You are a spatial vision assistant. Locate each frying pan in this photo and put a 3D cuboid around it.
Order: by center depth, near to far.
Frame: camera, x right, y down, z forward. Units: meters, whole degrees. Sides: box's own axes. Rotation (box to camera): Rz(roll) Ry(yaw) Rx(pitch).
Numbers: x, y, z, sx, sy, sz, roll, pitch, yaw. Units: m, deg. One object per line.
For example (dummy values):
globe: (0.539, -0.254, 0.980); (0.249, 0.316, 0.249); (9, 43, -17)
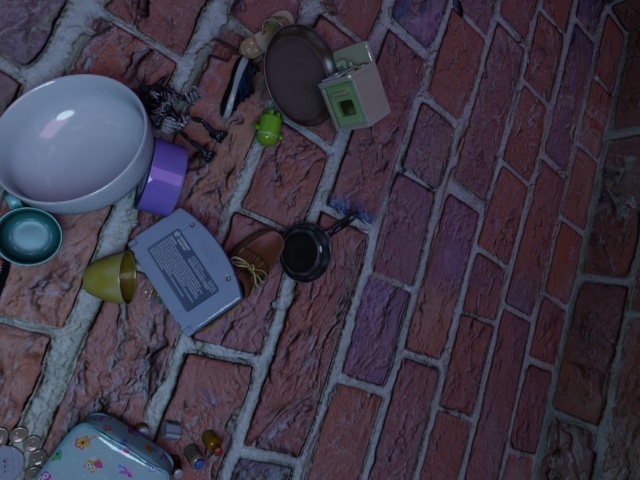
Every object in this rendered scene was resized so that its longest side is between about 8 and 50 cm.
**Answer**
frying pan: (-0.022, -0.015, 1.398); (0.197, 0.053, 0.326); (38, 70, -26)

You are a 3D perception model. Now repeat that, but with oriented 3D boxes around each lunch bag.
lunch bag: (-0.524, 0.571, 1.033); (0.279, 0.108, 0.224); (36, 84, -7)

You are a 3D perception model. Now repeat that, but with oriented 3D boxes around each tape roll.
tape roll: (-0.406, -0.159, 1.084); (0.080, 0.189, 0.188); (16, 82, -31)

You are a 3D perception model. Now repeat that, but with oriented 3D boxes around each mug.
mug: (-0.664, -0.022, 0.982); (0.130, 0.097, 0.157); (15, 82, -30)

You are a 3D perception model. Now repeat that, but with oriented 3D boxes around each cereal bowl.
cereal bowl: (-0.544, -0.205, 0.984); (0.339, 0.141, 0.338); (0, 69, 1)

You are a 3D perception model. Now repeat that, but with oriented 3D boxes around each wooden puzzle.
wooden puzzle: (-0.441, 0.148, 1.172); (0.083, 0.006, 0.049); (27, 77, -29)

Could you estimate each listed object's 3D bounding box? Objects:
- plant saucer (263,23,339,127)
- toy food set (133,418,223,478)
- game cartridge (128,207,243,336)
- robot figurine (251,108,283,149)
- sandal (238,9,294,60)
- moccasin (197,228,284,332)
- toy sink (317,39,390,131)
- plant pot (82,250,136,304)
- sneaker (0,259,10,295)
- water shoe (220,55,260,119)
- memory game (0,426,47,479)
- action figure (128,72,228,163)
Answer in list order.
plant saucer: (-0.060, -0.511, 1.347); (0.311, 0.050, 0.310); (-3, 95, -41)
toy food set: (-0.389, 0.563, 1.150); (0.232, 0.105, 0.111); (27, 77, -29)
game cartridge: (-0.339, 0.072, 1.110); (0.198, 0.062, 0.297); (-34, 80, -11)
robot figurine: (-0.157, -0.340, 1.303); (0.101, 0.067, 0.115); (16, 83, -41)
sandal: (-0.144, -0.634, 1.300); (0.240, 0.079, 0.088); (-48, 113, -22)
moccasin: (-0.241, 0.108, 1.211); (0.380, 0.147, 0.139); (-40, 110, -24)
toy sink: (0.096, -0.482, 1.356); (0.131, 0.153, 0.234); (-40, 120, -32)
plant pot: (-0.527, 0.094, 1.061); (0.095, 0.134, 0.134); (-1, 91, -7)
sneaker: (-0.765, 0.111, 0.955); (0.075, 0.057, 0.161); (18, 82, -13)
water shoe: (-0.230, -0.441, 1.255); (0.080, 0.073, 0.203); (21, 80, -32)
memory game: (-0.744, 0.525, 0.990); (0.186, 0.012, 0.186); (-1, 91, -31)
action figure: (-0.376, -0.336, 1.131); (0.276, 0.141, 0.164); (37, 74, -30)
